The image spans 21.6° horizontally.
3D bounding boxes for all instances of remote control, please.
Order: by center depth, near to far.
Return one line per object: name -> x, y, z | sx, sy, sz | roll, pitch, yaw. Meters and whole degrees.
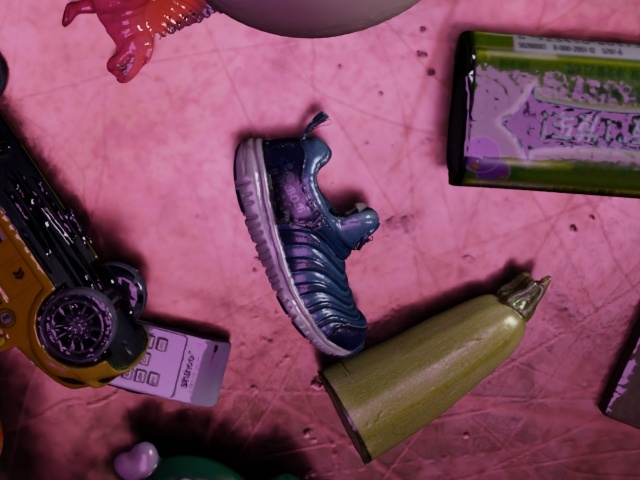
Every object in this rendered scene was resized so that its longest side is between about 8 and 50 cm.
remote control -> -0.165, 0.098, 1.457 | 0.166, 0.029, 0.065 | 14, 101, -2

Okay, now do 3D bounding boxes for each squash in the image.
squash -> 0.107, 0.096, 1.449 | 0.224, 0.094, 0.094 | -33, 103, -2

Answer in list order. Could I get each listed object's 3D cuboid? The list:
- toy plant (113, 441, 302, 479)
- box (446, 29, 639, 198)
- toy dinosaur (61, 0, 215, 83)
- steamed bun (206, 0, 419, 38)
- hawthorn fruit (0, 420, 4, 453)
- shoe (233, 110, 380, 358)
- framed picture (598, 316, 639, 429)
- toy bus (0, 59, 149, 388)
toy plant -> -0.101, 0.296, 1.459 | 0.233, 0.112, 0.243 | 25, 110, -3
box -> 0.280, -0.099, 1.413 | 0.346, 0.097, 0.134 | 3, 94, -5
toy dinosaur -> -0.130, -0.269, 1.369 | 0.139, 0.070, 0.286 | 4, 99, -15
steamed bun -> 0.023, -0.329, 1.197 | 0.241, 0.374, 0.374 | 4, 102, 10
hawthorn fruit -> -0.360, 0.172, 1.391 | 0.189, 0.189, 0.189 | -1, 102, -4
shoe -> 0.000, 0.000, 1.414 | 0.106, 0.091, 0.207 | -18, 100, 5
framed picture -> 0.341, 0.100, 1.496 | 0.128, 0.023, 0.168 | 21, 100, -9
toy bus -> -0.278, -0.013, 1.357 | 0.151, 0.145, 0.331 | -32, 94, 9
